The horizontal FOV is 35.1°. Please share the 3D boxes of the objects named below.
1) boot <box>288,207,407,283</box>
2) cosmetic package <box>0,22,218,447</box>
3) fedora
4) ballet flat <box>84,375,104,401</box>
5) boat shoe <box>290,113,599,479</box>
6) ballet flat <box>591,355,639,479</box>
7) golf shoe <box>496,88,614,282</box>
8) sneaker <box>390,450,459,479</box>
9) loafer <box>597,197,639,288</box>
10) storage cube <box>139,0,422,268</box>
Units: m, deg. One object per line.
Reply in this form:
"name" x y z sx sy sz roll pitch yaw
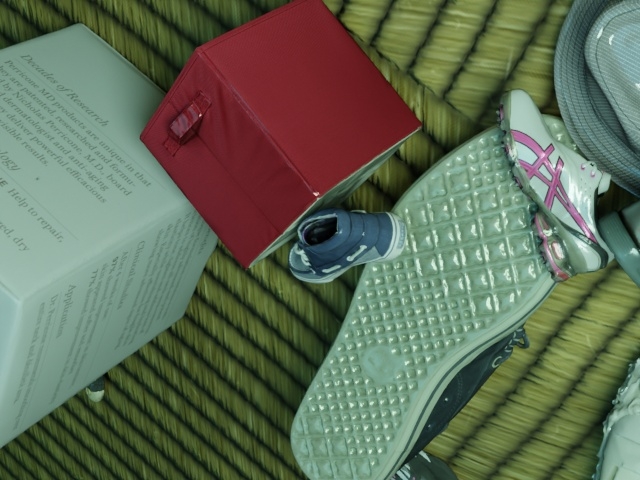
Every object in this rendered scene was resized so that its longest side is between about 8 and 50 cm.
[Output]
"boot" 0.000 0.000 1.071 0.190 0.086 0.069 -21 64 52
"cosmetic package" -0.367 -0.011 1.280 0.327 0.393 0.329 39 131 13
"fedora" 0.313 -0.138 0.846 0.275 0.124 0.244 40 115 17
"ballet flat" -0.395 0.187 1.645 0.057 0.049 0.173 -2 112 39
"boat shoe" 0.137 0.073 1.115 0.186 0.156 0.500 40 116 20
"ballet flat" 0.344 0.288 1.076 0.147 0.147 0.409 21 125 27
"golf shoe" 0.223 -0.059 0.941 0.085 0.067 0.186 -22 89 17
"sneaker" 0.095 0.284 1.315 0.178 0.072 0.077 51 144 11
"loafer" 0.344 0.036 0.904 0.084 0.267 0.096 -37 46 20
"storage cube" -0.046 -0.117 1.103 0.193 0.215 0.183 51 141 3
